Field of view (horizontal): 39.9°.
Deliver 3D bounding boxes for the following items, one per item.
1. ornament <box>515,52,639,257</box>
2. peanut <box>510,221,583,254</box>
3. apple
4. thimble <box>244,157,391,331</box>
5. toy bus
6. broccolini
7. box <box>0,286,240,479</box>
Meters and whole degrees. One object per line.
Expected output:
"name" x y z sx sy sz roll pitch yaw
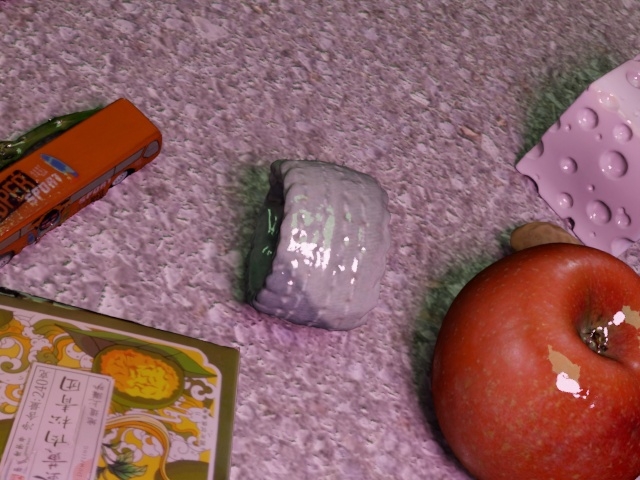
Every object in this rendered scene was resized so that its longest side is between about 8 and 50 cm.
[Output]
"ornament" 0.533 -0.151 1.500 0.239 0.240 0.239 -30 75 -33
"peanut" 0.420 0.081 1.389 0.298 0.120 0.136 42 30 7
"apple" 0.316 0.178 1.184 0.349 0.277 0.348 11 56 -16
"thimble" 0.000 0.000 1.212 0.172 0.205 0.250 14 51 -15
"toy bus" -0.377 -0.058 1.166 0.093 0.092 0.409 44 55 5
"broccolini" -0.406 -0.139 1.242 0.239 0.051 0.054 -35 120 -40
"box" -0.286 0.247 0.909 0.373 0.138 0.420 16 36 -12
